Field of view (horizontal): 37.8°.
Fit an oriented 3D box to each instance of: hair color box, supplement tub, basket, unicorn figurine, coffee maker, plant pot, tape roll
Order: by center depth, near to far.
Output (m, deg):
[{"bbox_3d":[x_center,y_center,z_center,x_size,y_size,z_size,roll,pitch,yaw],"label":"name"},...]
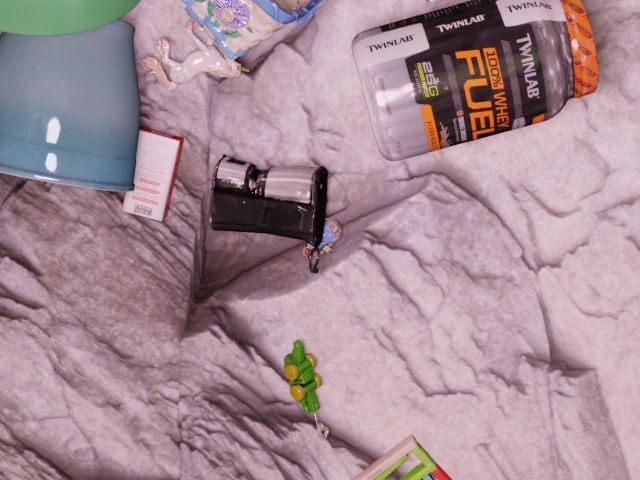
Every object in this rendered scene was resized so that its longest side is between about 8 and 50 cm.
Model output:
[{"bbox_3d":[-0.407,-0.422,1.344,0.321,0.321,0.077,13,138,-1],"label":"tape roll"},{"bbox_3d":[-0.086,-0.424,1.377,0.255,0.201,0.289,44,118,-8],"label":"basket"},{"bbox_3d":[0.230,-0.257,1.416,0.337,0.207,0.207,-15,103,6],"label":"supplement tub"},{"bbox_3d":[-0.396,-0.226,1.427,0.271,0.271,0.255,12,97,-1],"label":"plant pot"},{"bbox_3d":[-0.197,-0.294,1.505,0.161,0.060,0.111,-23,104,24],"label":"unicorn figurine"},{"bbox_3d":[-0.087,-0.046,1.513,0.178,0.120,0.171,6,79,12],"label":"coffee maker"},{"bbox_3d":[-0.279,-0.110,1.556,0.071,0.043,0.141,15,103,-2],"label":"hair color box"}]

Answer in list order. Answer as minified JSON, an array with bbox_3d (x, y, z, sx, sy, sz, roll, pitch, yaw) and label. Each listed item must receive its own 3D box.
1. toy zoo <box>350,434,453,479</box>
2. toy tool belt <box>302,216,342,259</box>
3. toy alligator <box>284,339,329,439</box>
[{"bbox_3d":[0.186,0.518,1.708,0.192,0.030,0.293,-40,100,11],"label":"toy zoo"},{"bbox_3d":[0.000,0.000,1.570,0.052,0.051,0.083,44,102,-9],"label":"toy tool belt"},{"bbox_3d":[-0.031,0.262,1.643,0.051,0.056,0.190,1,111,45],"label":"toy alligator"}]
